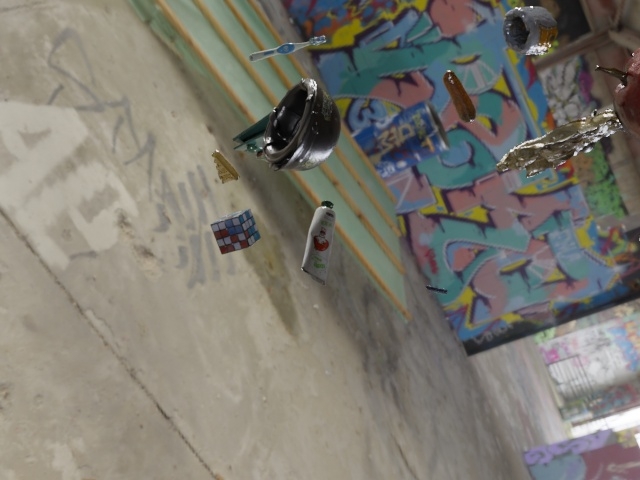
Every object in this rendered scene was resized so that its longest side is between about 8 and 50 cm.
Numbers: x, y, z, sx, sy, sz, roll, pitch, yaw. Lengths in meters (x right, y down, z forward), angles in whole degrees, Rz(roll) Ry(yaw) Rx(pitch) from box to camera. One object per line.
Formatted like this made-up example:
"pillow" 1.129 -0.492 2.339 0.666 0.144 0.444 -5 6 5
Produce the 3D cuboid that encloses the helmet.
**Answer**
"helmet" -0.034 -0.280 1.643 0.160 0.230 0.279 24 46 -32

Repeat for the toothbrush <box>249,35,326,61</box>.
"toothbrush" -0.125 -0.688 2.251 0.040 0.386 0.040 -3 95 -45

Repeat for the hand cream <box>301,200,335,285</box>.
"hand cream" 0.000 0.000 2.359 0.121 0.076 0.336 30 55 -30

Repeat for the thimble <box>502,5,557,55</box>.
"thimble" 0.647 -0.653 1.944 0.127 0.118 0.151 102 -31 -45

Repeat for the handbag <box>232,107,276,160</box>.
"handbag" -0.114 -0.343 2.116 0.269 0.274 0.100 0 74 -51

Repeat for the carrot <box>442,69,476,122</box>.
"carrot" 0.454 -0.471 2.045 0.186 0.060 0.060 61 19 -15

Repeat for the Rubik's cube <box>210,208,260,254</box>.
"Rubik's cube" -0.234 -0.026 1.735 0.092 0.092 0.092 -48 121 -68

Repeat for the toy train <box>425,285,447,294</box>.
"toy train" 0.420 0.180 2.271 0.017 0.083 0.017 55 48 -66

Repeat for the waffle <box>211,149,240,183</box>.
"waffle" -0.270 -0.196 1.689 0.097 0.023 0.153 47 -15 -16

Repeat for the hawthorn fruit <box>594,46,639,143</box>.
"hawthorn fruit" 0.664 -0.294 1.208 0.266 0.230 0.210 22 16 -3

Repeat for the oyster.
"oyster" 0.666 -0.260 1.702 0.221 0.361 0.096 -79 144 -84
